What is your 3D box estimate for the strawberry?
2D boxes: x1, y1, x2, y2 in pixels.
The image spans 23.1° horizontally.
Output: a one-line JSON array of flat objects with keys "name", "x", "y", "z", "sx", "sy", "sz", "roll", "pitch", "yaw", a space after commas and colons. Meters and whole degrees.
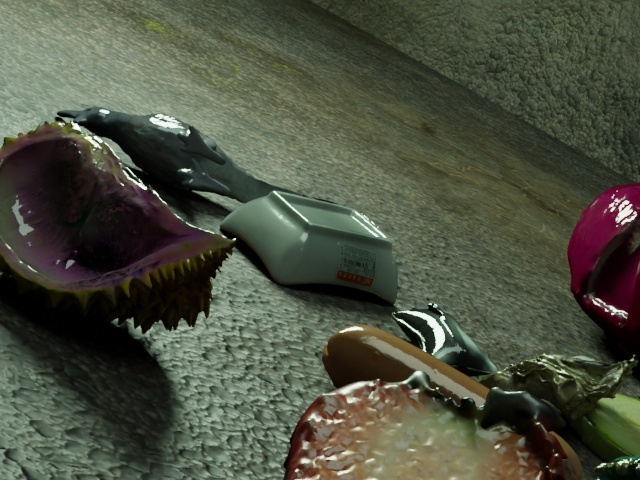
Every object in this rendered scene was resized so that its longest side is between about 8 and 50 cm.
[{"name": "strawberry", "x": 0.060, "y": 0.237, "z": 1.239, "sx": 0.233, "sy": 0.137, "sz": 0.306, "roll": 13, "pitch": 37, "yaw": 19}]

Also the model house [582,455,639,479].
[{"name": "model house", "x": 0.291, "y": 0.281, "z": 1.469, "sx": 0.148, "sy": 0.119, "sz": 0.149, "roll": 35, "pitch": 25, "yaw": 26}]

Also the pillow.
[{"name": "pillow", "x": 0.144, "y": 0.120, "z": 1.834, "sx": 0.091, "sy": 0.055, "sz": 0.135, "roll": 39, "pitch": 9, "yaw": -33}]

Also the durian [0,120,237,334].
[{"name": "durian", "x": -0.227, "y": 0.002, "z": 1.470, "sx": 0.186, "sy": 0.154, "sz": 0.260, "roll": -10, "pitch": 40, "yaw": -29}]

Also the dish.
[{"name": "dish", "x": 0.000, "y": 0.000, "z": 1.933, "sx": 0.212, "sy": 0.077, "sz": 0.151, "roll": 12, "pitch": 21, "yaw": -43}]

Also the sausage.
[{"name": "sausage", "x": 0.132, "y": 0.175, "z": 1.577, "sx": 0.289, "sy": 0.086, "sz": 0.086, "roll": 29, "pitch": 15, "yaw": 11}]

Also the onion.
[{"name": "onion", "x": 0.580, "y": -0.002, "z": 2.280, "sx": 0.398, "sy": 0.420, "sz": 0.398, "roll": 22, "pitch": 6, "yaw": -3}]

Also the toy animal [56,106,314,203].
[{"name": "toy animal", "x": -0.157, "y": -0.099, "z": 1.958, "sx": 0.367, "sy": 0.081, "sz": 0.206, "roll": 23, "pitch": -2, "yaw": -8}]

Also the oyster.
[{"name": "oyster", "x": 0.280, "y": 0.170, "z": 1.841, "sx": 0.191, "sy": 0.081, "sz": 0.163, "roll": 3, "pitch": -1, "yaw": 2}]

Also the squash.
[{"name": "squash", "x": 0.401, "y": 0.246, "z": 1.874, "sx": 0.219, "sy": 0.041, "sz": 0.219, "roll": 25, "pitch": 15, "yaw": -7}]
